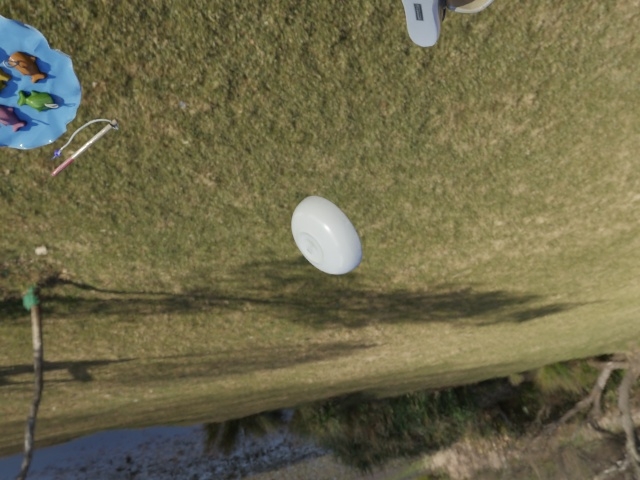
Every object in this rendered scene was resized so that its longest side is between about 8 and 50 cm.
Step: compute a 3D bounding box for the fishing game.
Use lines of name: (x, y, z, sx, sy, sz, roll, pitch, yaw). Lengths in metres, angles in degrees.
fishing game: (-0.403, -0.191, 0.665, 0.189, 0.041, 0.264, -34, 134, 13)

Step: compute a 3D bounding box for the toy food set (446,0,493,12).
toy food set: (0.331, -0.583, 0.921, 0.092, 0.220, 0.306, 21, 142, -25)

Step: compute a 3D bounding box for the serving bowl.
serving bowl: (0.000, 0.000, 0.495, 0.027, 0.083, 0.083, -37, 163, -29)

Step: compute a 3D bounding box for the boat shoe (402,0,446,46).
boat shoe: (0.189, -0.446, 0.914, 0.080, 0.076, 0.228, 18, 163, 24)
